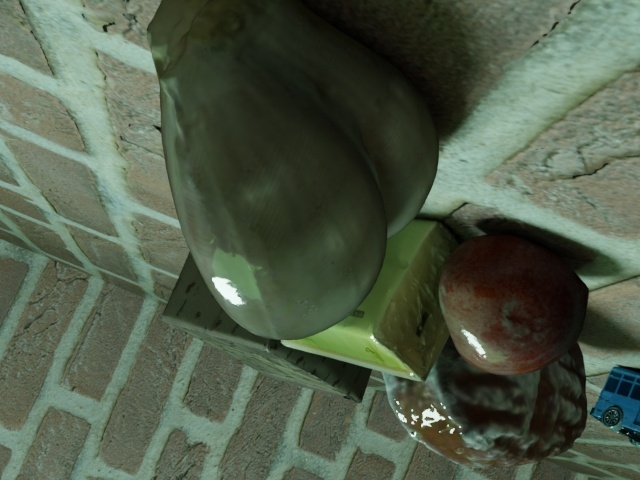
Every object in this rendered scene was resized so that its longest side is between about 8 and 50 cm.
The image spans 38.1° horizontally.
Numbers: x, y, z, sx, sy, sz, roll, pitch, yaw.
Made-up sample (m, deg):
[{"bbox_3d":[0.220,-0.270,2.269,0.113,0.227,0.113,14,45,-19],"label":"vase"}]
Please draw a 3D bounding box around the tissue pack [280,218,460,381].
[{"bbox_3d":[0.046,0.056,1.092,0.234,0.159,0.125,9,151,47],"label":"tissue pack"}]

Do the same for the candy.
[{"bbox_3d":[0.223,0.179,1.179,0.290,0.214,0.157,10,161,-34],"label":"candy"}]

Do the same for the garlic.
[{"bbox_3d":[-0.044,-0.033,0.740,0.246,0.231,0.340,21,162,-8],"label":"garlic"}]

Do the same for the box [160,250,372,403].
[{"bbox_3d":[-0.058,0.112,1.466,0.225,0.190,0.297,11,164,36],"label":"box"}]

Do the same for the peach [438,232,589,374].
[{"bbox_3d":[0.206,0.060,0.966,0.152,0.152,0.152,21,168,5],"label":"peach"}]

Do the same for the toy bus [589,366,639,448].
[{"bbox_3d":[0.486,0.247,1.302,0.090,0.106,0.185,34,169,-31],"label":"toy bus"}]
